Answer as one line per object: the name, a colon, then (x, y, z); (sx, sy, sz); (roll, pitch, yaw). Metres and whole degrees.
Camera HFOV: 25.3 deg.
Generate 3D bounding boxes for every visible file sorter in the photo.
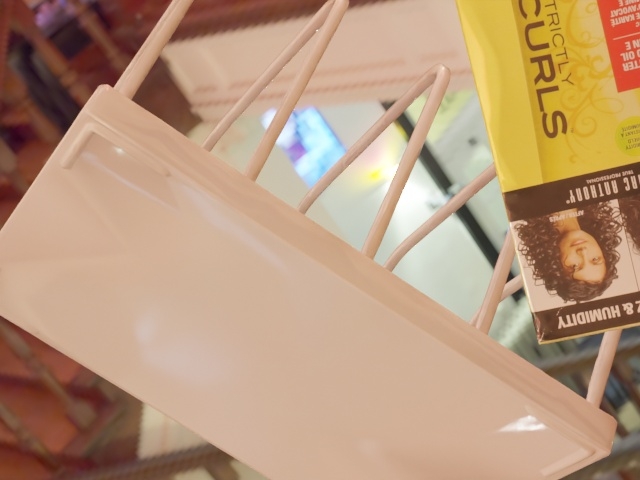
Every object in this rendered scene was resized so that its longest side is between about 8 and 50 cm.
file sorter: (0.000, 0.000, 0.732); (0.193, 0.277, 0.173); (-42, 19, 51)

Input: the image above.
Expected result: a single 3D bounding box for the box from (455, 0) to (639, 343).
box: (0.099, -0.083, 0.548); (0.087, 0.232, 0.058); (-12, 8, 14)
